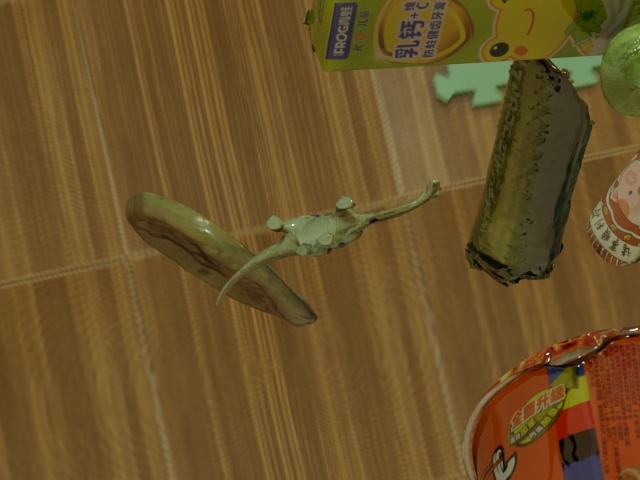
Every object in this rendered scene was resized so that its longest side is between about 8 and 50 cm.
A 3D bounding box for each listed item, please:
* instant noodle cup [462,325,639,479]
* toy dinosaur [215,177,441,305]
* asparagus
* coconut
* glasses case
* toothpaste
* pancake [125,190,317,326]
[{"bbox_3d":[0.223,0.208,0.876,0.250,0.192,0.250,2,129,2],"label":"instant noodle cup"},{"bbox_3d":[-0.005,-0.003,0.880,0.180,0.058,0.037,-18,68,17],"label":"toy dinosaur"},{"bbox_3d":[0.257,-0.091,1.564,0.128,0.382,0.108,-9,48,-13],"label":"asparagus"},{"bbox_3d":[0.303,-0.159,1.224,0.087,0.096,0.088,5,120,9],"label":"coconut"},{"bbox_3d":[0.492,-0.074,1.927,0.103,0.067,0.267,54,129,31],"label":"glasses case"},{"bbox_3d":[0.154,-0.232,1.239,0.327,0.110,0.077,-5,54,-12],"label":"toothpaste"},{"bbox_3d":[-0.129,0.027,1.672,0.294,0.294,0.049,31,81,1],"label":"pancake"}]
